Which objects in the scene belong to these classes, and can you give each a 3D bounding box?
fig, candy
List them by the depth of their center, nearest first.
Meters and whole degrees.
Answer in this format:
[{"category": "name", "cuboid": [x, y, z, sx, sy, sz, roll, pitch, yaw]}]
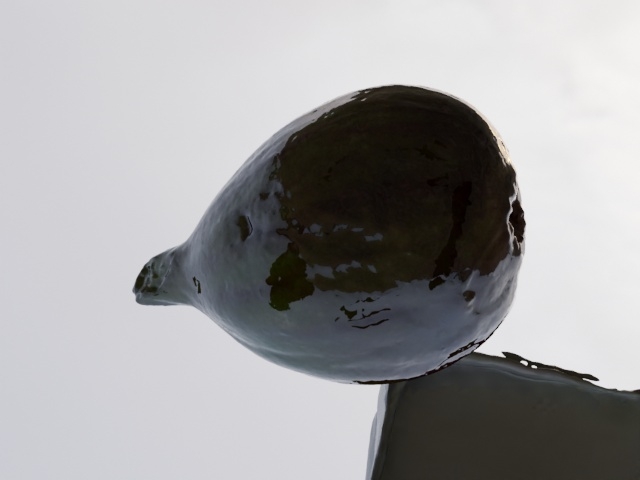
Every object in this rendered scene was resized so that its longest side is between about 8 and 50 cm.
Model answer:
[{"category": "fig", "cuboid": [0.000, 0.000, 0.616, 0.155, 0.109, 0.103, -4, 163, 15]}, {"category": "candy", "cuboid": [0.096, 0.164, 0.919, 0.185, 0.137, 0.195, 10, -110, 0]}]
